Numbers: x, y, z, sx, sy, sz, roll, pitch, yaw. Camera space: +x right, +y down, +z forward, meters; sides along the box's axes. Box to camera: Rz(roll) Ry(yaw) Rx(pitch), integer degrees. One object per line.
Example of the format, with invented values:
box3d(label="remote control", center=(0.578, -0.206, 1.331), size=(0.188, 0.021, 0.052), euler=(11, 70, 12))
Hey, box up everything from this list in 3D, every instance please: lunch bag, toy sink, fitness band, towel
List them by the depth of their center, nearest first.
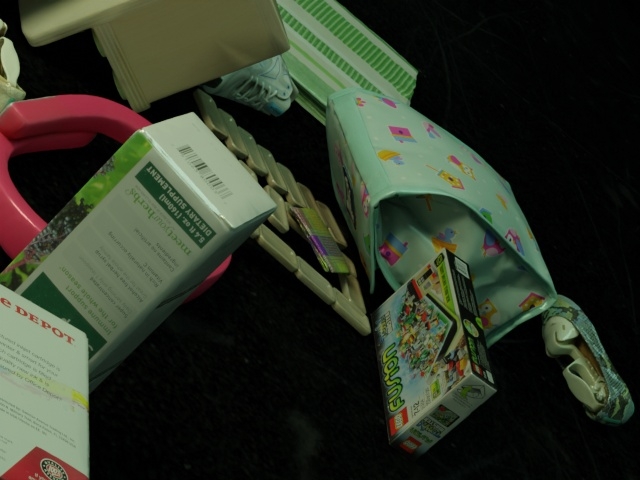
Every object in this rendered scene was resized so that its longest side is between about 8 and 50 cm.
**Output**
box3d(label="fitness band", center=(-0.184, -0.029, 1.478), size=(0.209, 0.054, 0.291), euler=(53, 24, 8))
box3d(label="toy sink", center=(-0.166, -0.230, 1.701), size=(0.153, 0.234, 0.131), euler=(-107, 176, -49))
box3d(label="towel", center=(0.000, 0.000, 1.754), size=(0.083, 0.009, 0.060), euler=(59, 18, 14))
box3d(label="lunch bag", center=(0.109, -0.031, 1.851), size=(0.262, 0.160, 0.223), euler=(40, 19, -34))
box3d(label="towel", center=(0.019, -0.222, 2.179), size=(0.248, 0.038, 0.325), euler=(40, 25, -13))

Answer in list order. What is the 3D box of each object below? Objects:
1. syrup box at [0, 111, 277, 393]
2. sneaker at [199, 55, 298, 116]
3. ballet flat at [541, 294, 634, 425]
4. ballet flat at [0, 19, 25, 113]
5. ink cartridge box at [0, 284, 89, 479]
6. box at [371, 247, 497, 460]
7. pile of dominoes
box3d(label="syrup box", center=(-0.151, 0.026, 1.192), size=(0.093, 0.237, 0.096), euler=(48, 21, 4))
box3d(label="sneaker", center=(-0.070, -0.174, 1.900), size=(0.083, 0.071, 0.190), euler=(55, 23, 5))
box3d(label="ballet flat", center=(0.307, 0.141, 2.059), size=(0.070, 0.070, 0.188), euler=(17, 34, -51))
box3d(label="ballet flat", center=(-0.291, -0.168, 1.509), size=(0.057, 0.052, 0.168), euler=(22, 33, -46))
box3d(label="ink cartridge box", center=(-0.227, 0.120, 1.044), size=(0.128, 0.127, 0.176), euler=(34, 26, -27))
box3d(label="box", center=(0.108, 0.108, 1.683), size=(0.036, 0.114, 0.207), euler=(36, 24, -25))
box3d(label="pile of dominoes", center=(-0.053, -0.023, 1.746), size=(0.251, 0.040, 0.196), euler=(43, 21, -32))
